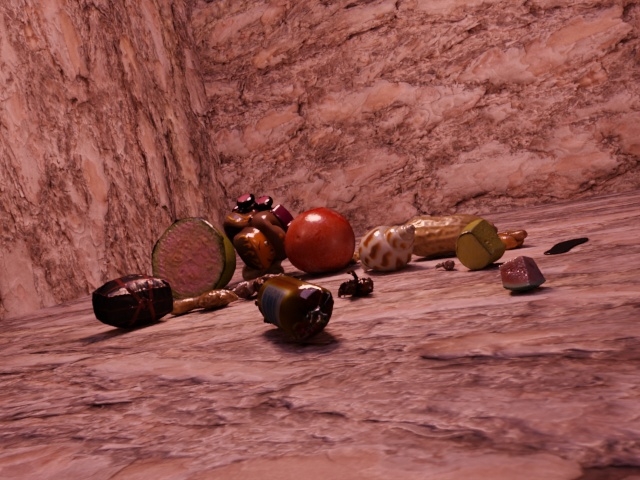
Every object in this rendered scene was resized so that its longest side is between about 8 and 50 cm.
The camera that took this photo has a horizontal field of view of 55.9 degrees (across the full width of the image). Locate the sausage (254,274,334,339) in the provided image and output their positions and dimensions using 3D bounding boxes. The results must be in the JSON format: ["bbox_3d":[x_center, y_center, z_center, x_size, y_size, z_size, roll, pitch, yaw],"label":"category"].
[{"bbox_3d":[-0.040,0.139,1.253,0.125,0.117,0.317,-28,10,-16],"label":"sausage"}]

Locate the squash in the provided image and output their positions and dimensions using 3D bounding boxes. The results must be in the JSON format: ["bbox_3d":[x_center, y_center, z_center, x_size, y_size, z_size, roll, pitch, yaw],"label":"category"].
[{"bbox_3d":[-0.424,0.089,2.274,0.310,0.311,0.309,-10,-12,18],"label":"squash"}]

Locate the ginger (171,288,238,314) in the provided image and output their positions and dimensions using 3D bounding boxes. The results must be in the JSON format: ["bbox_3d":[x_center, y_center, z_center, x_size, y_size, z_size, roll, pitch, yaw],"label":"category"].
[{"bbox_3d":[-0.369,0.190,1.883,0.214,0.059,0.133,-11,-1,-16],"label":"ginger"}]

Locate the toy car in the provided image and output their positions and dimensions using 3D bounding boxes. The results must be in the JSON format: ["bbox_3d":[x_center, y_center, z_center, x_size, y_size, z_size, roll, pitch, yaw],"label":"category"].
[{"bbox_3d":[-0.255,-0.013,2.375,0.340,0.271,0.240,5,42,44],"label":"toy car"}]

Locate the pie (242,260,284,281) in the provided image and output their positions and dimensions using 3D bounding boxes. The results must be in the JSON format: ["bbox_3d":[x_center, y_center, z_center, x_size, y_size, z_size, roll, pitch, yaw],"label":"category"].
[{"bbox_3d":[-0.237,0.111,2.483,0.178,0.084,0.205,-11,8,-10],"label":"pie"}]

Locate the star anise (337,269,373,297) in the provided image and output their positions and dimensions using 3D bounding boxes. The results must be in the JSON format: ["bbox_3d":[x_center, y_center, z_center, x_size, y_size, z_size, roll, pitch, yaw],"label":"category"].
[{"bbox_3d":[0.091,0.111,1.563,0.097,0.070,0.191,-1,-8,1],"label":"star anise"}]

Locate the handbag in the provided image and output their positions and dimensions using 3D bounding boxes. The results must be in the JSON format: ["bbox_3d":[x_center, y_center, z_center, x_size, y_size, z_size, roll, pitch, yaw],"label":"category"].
[{"bbox_3d":[-0.569,0.184,1.836,0.215,0.155,0.169,-13,13,-36],"label":"handbag"}]

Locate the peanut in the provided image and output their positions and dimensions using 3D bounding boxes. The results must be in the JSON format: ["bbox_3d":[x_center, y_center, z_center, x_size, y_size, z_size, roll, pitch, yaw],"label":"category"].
[{"bbox_3d":[0.429,-0.015,2.032,0.324,0.140,0.153,-3,-36,16],"label":"peanut"}]

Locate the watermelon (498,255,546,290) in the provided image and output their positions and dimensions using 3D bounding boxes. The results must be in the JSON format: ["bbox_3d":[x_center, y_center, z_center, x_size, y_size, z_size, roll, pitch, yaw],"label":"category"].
[{"bbox_3d":[0.413,0.073,1.249,0.084,0.072,0.092,-28,6,6],"label":"watermelon"}]

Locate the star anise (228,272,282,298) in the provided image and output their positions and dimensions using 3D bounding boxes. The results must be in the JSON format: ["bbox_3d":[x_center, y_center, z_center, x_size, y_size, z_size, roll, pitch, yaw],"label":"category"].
[{"bbox_3d":[-0.207,0.153,1.965,0.182,0.065,0.195,-16,2,1],"label":"star anise"}]

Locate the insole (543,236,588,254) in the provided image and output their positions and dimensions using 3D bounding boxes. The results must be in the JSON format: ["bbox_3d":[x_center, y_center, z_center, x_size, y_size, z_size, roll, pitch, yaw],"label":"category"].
[{"bbox_3d":[0.703,0.015,1.730,0.086,0.005,0.253,-9,4,41],"label":"insole"}]

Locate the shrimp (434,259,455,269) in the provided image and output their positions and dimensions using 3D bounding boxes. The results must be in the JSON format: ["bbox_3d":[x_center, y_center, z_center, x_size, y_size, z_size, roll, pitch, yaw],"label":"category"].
[{"bbox_3d":[0.364,0.070,1.733,0.038,0.029,0.092,-14,1,-23],"label":"shrimp"}]

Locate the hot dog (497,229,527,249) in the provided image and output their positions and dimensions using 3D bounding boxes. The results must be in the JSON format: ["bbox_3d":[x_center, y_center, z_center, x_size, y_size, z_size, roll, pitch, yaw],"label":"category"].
[{"bbox_3d":[0.596,-0.003,1.914,0.089,0.060,0.140,-17,9,-17],"label":"hot dog"}]

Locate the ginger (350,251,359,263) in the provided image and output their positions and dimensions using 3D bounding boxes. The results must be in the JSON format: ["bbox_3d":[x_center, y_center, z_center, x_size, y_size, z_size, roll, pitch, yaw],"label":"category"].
[{"bbox_3d":[0.081,0.072,2.378,0.193,0.053,0.176,-13,10,-18],"label":"ginger"}]

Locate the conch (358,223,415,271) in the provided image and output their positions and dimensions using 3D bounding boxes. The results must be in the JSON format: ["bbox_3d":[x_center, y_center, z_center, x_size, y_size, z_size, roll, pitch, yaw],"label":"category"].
[{"bbox_3d":[0.218,0.023,1.951,0.182,0.149,0.274,-19,5,-36],"label":"conch"}]

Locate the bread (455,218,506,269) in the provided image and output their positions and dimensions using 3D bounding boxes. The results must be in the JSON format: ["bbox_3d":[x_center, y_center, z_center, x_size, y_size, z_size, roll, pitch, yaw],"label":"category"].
[{"bbox_3d":[0.433,0.017,1.661,0.114,0.129,0.111,-24,-24,-53],"label":"bread"}]

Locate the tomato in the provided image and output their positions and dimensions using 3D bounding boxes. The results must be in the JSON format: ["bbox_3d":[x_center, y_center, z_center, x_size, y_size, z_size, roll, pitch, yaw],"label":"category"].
[{"bbox_3d":[0.000,0.000,2.214,0.264,0.265,0.265,-11,4,1],"label":"tomato"}]
